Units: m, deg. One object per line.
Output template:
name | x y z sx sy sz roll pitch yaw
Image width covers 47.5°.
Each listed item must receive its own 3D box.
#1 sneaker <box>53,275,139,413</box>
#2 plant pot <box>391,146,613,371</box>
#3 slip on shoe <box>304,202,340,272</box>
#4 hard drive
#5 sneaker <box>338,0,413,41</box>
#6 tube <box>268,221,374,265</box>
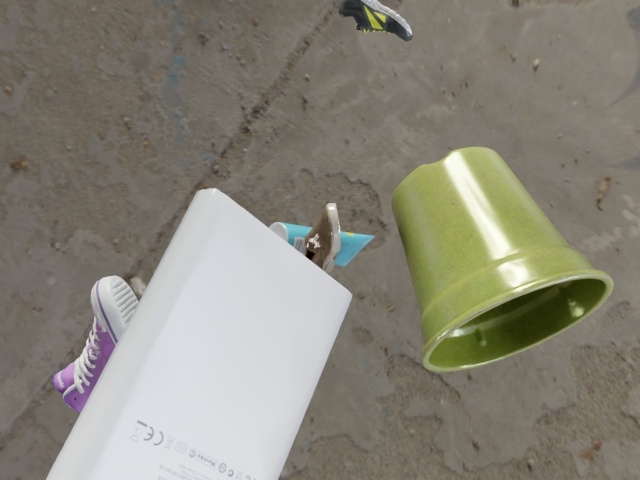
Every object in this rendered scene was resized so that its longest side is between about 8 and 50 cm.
sneaker | -0.335 0.178 1.093 0.161 0.102 0.282 -9 128 -3
plant pot | 0.229 0.016 1.050 0.276 0.276 0.253 -29 62 14
slip on shoe | 0.000 0.000 0.946 0.041 0.135 0.051 -3 62 -8
hard drive | -0.112 0.156 0.760 0.047 0.233 0.353 -3 56 48
sneaker | 0.055 -0.223 0.739 0.083 0.031 0.035 31 103 -11
tube | 0.001 0.009 1.198 0.080 0.207 0.052 -42 58 30
